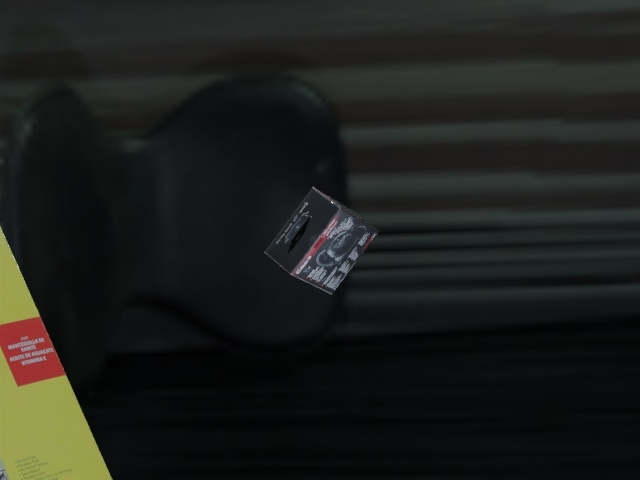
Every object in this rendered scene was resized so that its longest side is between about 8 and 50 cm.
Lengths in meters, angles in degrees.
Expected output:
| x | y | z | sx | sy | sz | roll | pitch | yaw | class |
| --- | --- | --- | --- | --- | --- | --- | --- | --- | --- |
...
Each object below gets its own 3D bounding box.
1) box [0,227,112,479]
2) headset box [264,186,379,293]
| x | y | z | sx | sy | sz | roll | pitch | yaw | class |
| --- | --- | --- | --- | --- | --- | --- | --- | --- | --- |
| -0.173 | 0.087 | 0.996 | 0.232 | 0.058 | 0.087 | 63 | -37 | 20 | box |
| 0.000 | 0.000 | 1.404 | 0.062 | 0.032 | 0.083 | -54 | 151 | 5 | headset box |
